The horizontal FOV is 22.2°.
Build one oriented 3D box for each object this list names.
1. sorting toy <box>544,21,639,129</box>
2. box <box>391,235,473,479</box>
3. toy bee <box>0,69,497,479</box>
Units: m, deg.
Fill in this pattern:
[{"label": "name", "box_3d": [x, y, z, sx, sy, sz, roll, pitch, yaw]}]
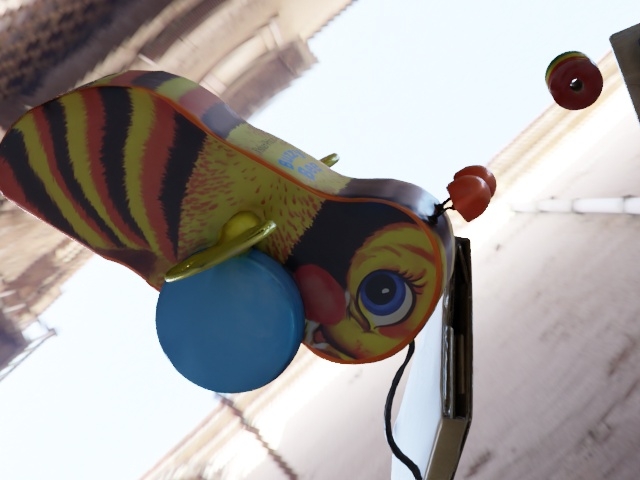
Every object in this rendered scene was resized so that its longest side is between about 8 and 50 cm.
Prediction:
[{"label": "sorting toy", "box_3d": [0.334, -0.135, 1.355, 0.274, 0.046, 0.132, -22, -65, 6]}, {"label": "box", "box_3d": [0.073, 0.123, 1.090, 0.021, 0.164, 0.201, 8, -48, -3]}, {"label": "toy bee", "box_3d": [0.000, 0.000, 0.793, 0.298, 0.195, 0.162, 35, -72, -21]}]
